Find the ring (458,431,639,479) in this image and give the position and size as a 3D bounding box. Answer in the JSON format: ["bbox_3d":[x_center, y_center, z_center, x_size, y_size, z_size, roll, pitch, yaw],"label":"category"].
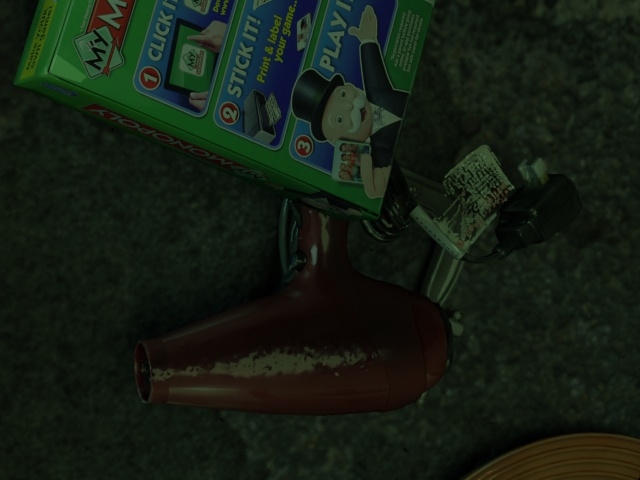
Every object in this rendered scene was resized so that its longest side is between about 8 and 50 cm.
[{"bbox_3d":[0.165,0.296,1.051,0.337,0.032,0.336,-5,101,-23],"label":"ring"}]

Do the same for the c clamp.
[{"bbox_3d":[0.036,0.017,0.943,0.161,0.022,0.137,28,88,-25],"label":"c clamp"}]

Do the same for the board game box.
[{"bbox_3d":[-0.022,-0.195,0.811,0.214,0.046,0.317,22,76,-30],"label":"board game box"}]

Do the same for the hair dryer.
[{"bbox_3d":[0.000,0.000,0.889,0.223,0.080,0.293,44,68,-5],"label":"hair dryer"}]
